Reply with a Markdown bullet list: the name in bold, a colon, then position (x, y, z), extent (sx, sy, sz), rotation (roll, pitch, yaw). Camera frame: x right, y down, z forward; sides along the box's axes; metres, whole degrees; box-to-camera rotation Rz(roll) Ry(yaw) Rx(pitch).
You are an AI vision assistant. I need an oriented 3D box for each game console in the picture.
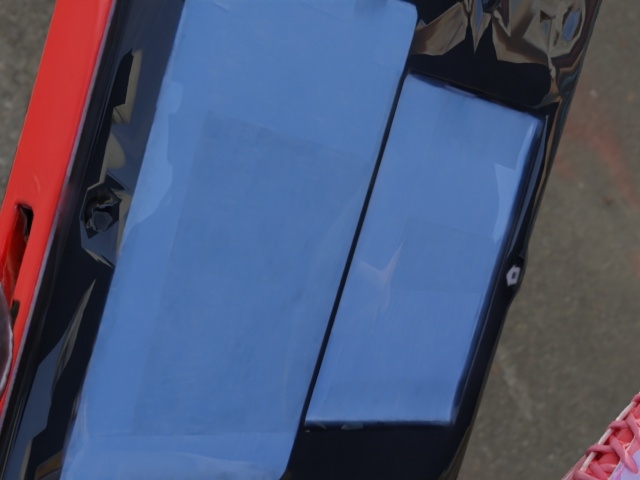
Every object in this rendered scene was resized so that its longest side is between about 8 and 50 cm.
- **game console**: position (0.000, 0.000, 0.674), extent (0.060, 0.387, 0.342), rotation (22, 8, 42)

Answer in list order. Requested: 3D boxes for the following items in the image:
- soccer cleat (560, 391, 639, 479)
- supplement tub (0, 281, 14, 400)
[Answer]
- **soccer cleat**: position (0.193, 0.103, 0.804), extent (0.248, 0.083, 0.095), rotation (-38, 129, -22)
- **supplement tub**: position (-0.192, 0.062, 0.530), extent (0.106, 0.198, 0.106), rotation (15, 59, -27)
